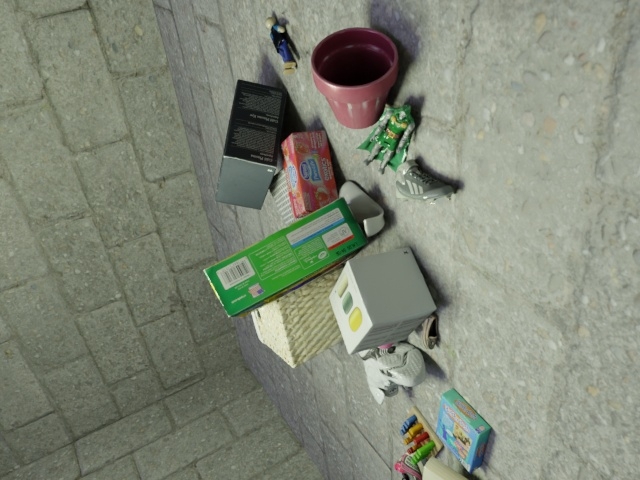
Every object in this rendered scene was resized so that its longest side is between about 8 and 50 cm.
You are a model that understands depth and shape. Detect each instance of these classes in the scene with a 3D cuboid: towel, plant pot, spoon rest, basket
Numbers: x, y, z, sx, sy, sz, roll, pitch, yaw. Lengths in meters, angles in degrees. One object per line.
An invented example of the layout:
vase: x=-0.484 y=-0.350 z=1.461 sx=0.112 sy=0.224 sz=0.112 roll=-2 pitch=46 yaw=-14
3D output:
towel: x=-0.083 y=-0.154 z=1.987 sx=0.235 sy=0.121 sz=0.283 roll=66 pitch=158 yaw=1
plant pot: x=0.088 y=-0.377 z=1.327 sx=0.201 sy=0.201 sz=0.180 roll=54 pitch=170 yaw=29
spoon rest: x=0.124 y=-0.092 z=1.661 sx=0.276 sy=0.084 sz=0.137 roll=-126 pitch=23 yaw=-61
basket: x=-0.073 y=0.240 z=2.067 sx=0.266 sy=0.331 sz=0.328 roll=31 pitch=139 yaw=52

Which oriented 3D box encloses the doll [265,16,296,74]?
doll: x=-0.127 y=-0.626 z=1.738 sx=0.129 sy=0.046 sz=0.189 roll=113 pitch=137 yaw=-73

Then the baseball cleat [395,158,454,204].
baseball cleat: x=0.240 y=-0.144 z=1.336 sx=0.206 sy=0.072 sz=0.109 roll=5 pitch=109 yaw=61

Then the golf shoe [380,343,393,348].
golf shoe: x=0.165 y=0.269 z=1.869 sx=0.306 sy=0.115 sz=0.140 roll=53 pitch=165 yaw=46

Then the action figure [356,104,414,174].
action figure: x=0.173 y=-0.255 z=1.360 sx=0.137 sy=0.063 sz=0.232 roll=27 pitch=148 yaw=2

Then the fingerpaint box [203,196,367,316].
fingerpaint box: x=-0.100 y=0.071 z=1.699 sx=0.163 sy=0.445 sz=0.371 roll=61 pitch=173 yaw=6

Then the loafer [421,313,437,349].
loafer: x=0.318 y=0.265 z=1.584 sx=0.039 sy=0.045 sz=0.125 roll=22 pitch=129 yaw=51

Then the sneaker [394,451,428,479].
sneaker: x=0.366 y=0.912 z=1.994 sx=0.299 sy=0.112 sz=0.121 roll=64 pitch=157 yaw=5

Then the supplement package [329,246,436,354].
supplement package: x=0.168 y=0.178 z=1.592 sx=0.263 sy=0.198 sz=0.199 roll=112 pitch=142 yaw=-60

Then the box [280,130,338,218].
box: x=-0.037 y=-0.210 z=1.763 sx=0.128 sy=0.122 sz=0.257 roll=158 pitch=103 yaw=-68

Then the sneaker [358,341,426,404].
sneaker: x=0.245 y=0.441 z=1.800 sx=0.366 sy=0.137 sz=0.210 roll=21 pitch=131 yaw=67

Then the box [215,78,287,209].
box: x=-0.251 y=-0.328 z=1.948 sx=0.343 sy=0.179 sz=0.312 roll=124 pitch=153 yaw=-63

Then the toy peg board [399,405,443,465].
toy peg board: x=0.329 y=0.688 z=1.907 sx=0.161 sy=0.079 sz=0.161 roll=53 pitch=153 yaw=30

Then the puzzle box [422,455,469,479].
puzzle box: x=0.447 y=0.895 z=1.766 sx=0.272 sy=0.052 sz=0.409 roll=25 pitch=136 yaw=32

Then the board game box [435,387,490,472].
board game box: x=0.418 y=0.564 z=1.630 sx=0.160 sy=0.047 sz=0.210 roll=46 pitch=150 yaw=42
